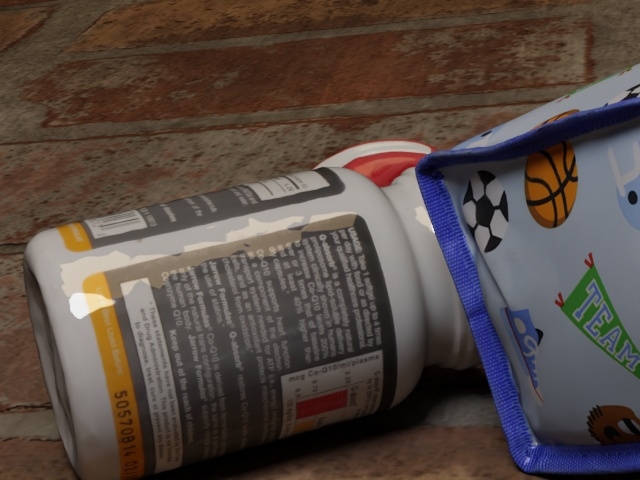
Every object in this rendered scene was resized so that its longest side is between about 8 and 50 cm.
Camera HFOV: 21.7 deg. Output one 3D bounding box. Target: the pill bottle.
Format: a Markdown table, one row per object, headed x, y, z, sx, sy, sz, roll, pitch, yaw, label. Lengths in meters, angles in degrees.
| x | y | z | sx | sy | sz | roll | pitch | yaw | label |
| --- | --- | --- | --- | --- | --- | --- | --- | --- | --- |
| -0.031 | 0.043 | 1.031 | 0.278 | 0.162 | 0.162 | -13 | 21 | -15 | pill bottle |

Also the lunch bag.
| x | y | z | sx | sy | sz | roll | pitch | yaw | label |
| --- | --- | --- | --- | --- | --- | --- | --- | --- | --- |
| 0.300 | -0.017 | 0.877 | 0.328 | 0.239 | 0.385 | -22 | 1 | -31 | lunch bag |

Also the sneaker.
| x | y | z | sx | sy | sz | roll | pitch | yaw | label |
| --- | --- | --- | --- | --- | --- | --- | --- | --- | --- |
| 0.000 | 0.000 | 1.274 | 0.221 | 0.087 | 0.128 | -18 | 28 | 7 | sneaker |
